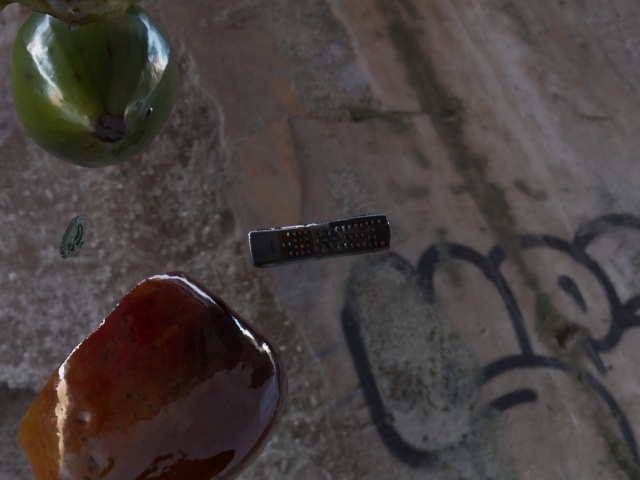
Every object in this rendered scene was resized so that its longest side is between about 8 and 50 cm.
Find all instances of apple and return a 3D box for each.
[{"bbox_3d":[-0.225,0.232,1.230,0.365,0.329,0.295,-41,15,-11],"label":"apple"}]

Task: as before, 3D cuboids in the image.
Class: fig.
[{"bbox_3d":[-0.251,-0.171,1.013,0.203,0.225,0.203,-16,-51,-20],"label":"fig"}]

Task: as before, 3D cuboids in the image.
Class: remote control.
[{"bbox_3d":[0.000,0.000,1.269,0.212,0.059,0.028,-7,-4,-14],"label":"remote control"}]

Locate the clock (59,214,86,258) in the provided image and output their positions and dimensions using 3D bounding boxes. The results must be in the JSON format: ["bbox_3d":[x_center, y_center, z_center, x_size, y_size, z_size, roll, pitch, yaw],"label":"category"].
[{"bbox_3d":[-0.443,-0.007,1.577,0.074,0.010,0.083,-30,-41,-68],"label":"clock"}]

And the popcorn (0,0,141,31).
[{"bbox_3d":[-0.269,-0.287,0.717,0.276,0.276,0.225,-18,-53,-16],"label":"popcorn"}]

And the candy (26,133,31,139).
[{"bbox_3d":[-0.441,-0.194,1.577,0.060,0.060,0.201,-33,-23,30],"label":"candy"}]
